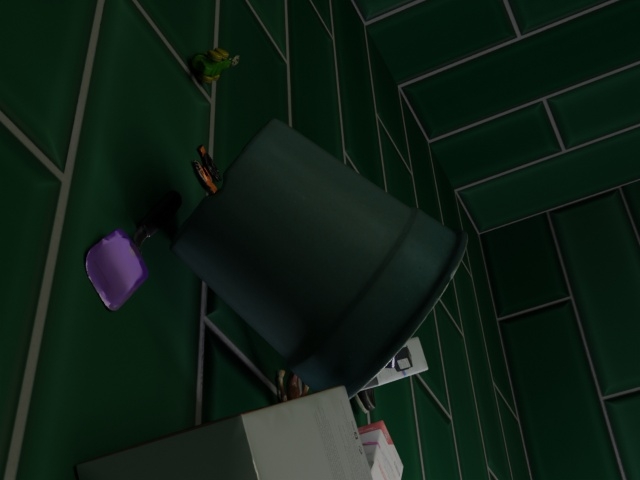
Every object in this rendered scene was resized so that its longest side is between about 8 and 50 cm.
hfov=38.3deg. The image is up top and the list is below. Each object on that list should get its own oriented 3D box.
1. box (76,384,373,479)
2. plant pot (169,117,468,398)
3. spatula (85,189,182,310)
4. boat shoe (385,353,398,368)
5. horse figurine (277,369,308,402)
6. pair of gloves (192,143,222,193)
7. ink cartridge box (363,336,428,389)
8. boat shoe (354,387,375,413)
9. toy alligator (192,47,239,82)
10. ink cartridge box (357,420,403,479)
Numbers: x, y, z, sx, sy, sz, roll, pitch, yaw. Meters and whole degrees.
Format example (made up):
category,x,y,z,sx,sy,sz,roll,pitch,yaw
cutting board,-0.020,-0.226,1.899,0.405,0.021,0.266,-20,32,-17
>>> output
category,x,y,z,sx,sy,sz,roll,pitch,yaw
box,-0.093,0.297,1.114,0.345,0.215,0.168,10,61,-71
plant pot,-0.020,0.017,1.371,0.334,0.341,0.341,38,23,-5
spatula,-0.247,-0.007,1.279,0.084,0.030,0.296,62,19,-18
boat shoe,0.055,0.080,1.613,0.127,0.158,0.341,-102,-173,-70
horse figurine,-0.008,0.323,1.594,0.263,0.066,0.174,54,18,-48
pair of gloves,-0.196,-0.120,1.590,0.074,0.010,0.083,60,18,-27
ink cartridge box,0.109,0.251,1.825,0.175,0.127,0.072,-6,76,-51
boat shoe,0.094,0.251,1.957,0.084,0.079,0.233,51,27,-51
toy alligator,-0.204,-0.339,1.739,0.051,0.056,0.190,29,21,2
ink cartridge box,0.101,0.451,1.779,0.198,0.067,0.115,-58,127,-70
